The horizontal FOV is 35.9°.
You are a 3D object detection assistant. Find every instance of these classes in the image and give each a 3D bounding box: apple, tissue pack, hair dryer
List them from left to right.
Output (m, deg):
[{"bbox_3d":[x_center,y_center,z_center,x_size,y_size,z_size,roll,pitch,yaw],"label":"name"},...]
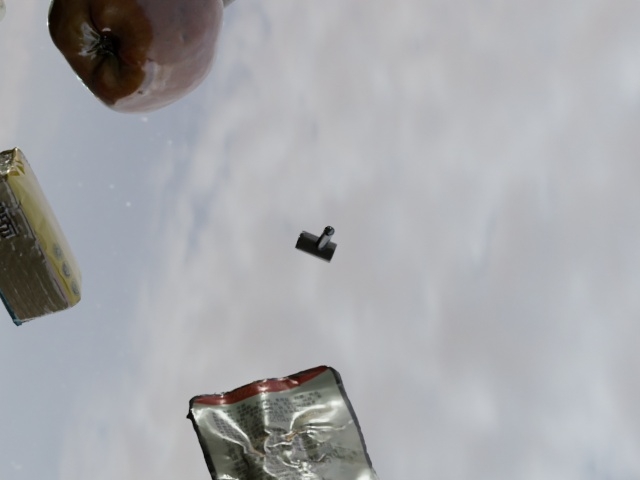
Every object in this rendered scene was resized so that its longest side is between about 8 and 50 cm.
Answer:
[{"bbox_3d":[-0.333,-0.007,1.095,0.120,0.082,0.169,-120,-172,-67],"label":"tissue pack"},{"bbox_3d":[-0.232,-0.275,1.242,0.234,0.234,0.234,-27,-121,58],"label":"apple"},{"bbox_3d":[0.000,0.000,1.143,0.083,0.047,0.026,127,-17,-72],"label":"hair dryer"}]

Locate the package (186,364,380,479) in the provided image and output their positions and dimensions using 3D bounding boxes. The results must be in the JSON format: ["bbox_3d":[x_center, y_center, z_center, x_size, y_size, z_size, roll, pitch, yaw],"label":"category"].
[{"bbox_3d":[-0.029,0.215,0.941,0.232,0.166,0.040,-119,-157,-52],"label":"package"}]

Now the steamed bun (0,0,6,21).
[{"bbox_3d":[-0.542,-0.313,1.277,0.152,0.238,0.170,-33,-94,24],"label":"steamed bun"}]

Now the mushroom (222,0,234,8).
[{"bbox_3d":[-0.184,-0.439,1.473,0.231,0.194,0.138,-48,-176,-39],"label":"mushroom"}]
